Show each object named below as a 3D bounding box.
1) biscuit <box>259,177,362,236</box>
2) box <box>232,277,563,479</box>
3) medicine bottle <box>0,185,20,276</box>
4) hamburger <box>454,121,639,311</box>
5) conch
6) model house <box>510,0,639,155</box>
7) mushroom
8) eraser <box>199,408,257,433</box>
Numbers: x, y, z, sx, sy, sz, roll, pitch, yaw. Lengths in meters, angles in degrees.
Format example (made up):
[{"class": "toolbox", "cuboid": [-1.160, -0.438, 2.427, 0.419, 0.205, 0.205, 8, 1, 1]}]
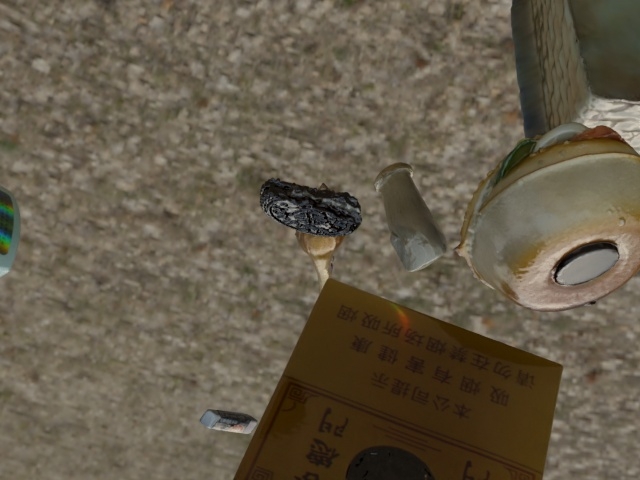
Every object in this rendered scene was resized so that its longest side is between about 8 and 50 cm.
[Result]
[{"class": "biscuit", "cuboid": [-0.010, -0.029, 0.910, 0.087, 0.027, 0.089, -4, 153, 33]}, {"class": "box", "cuboid": [0.055, 0.242, 0.931, 0.264, 0.415, 0.115, 22, 132, 6]}, {"class": "medicine bottle", "cuboid": [-0.438, -0.044, 1.129, 0.083, 0.121, 0.229, -28, 141, 26]}, {"class": "hamburger", "cuboid": [0.266, -0.019, 1.142, 0.237, 0.147, 0.237, -12, 141, -9]}, {"class": "conch", "cuboid": [-0.005, 0.000, 1.932, 0.093, 0.109, 0.330, -6, 144, -13]}, {"class": "model house", "cuboid": [0.510, -0.261, 1.548, 0.446, 0.395, 0.400, -2, 152, -6]}, {"class": "mushroom", "cuboid": [0.170, -0.034, 1.951, 0.096, 0.247, 0.108, -30, 141, 14]}, {"class": "eraser", "cuboid": [-0.127, 0.252, 1.447, 0.027, 0.019, 0.099, -52, 144, 13]}]
